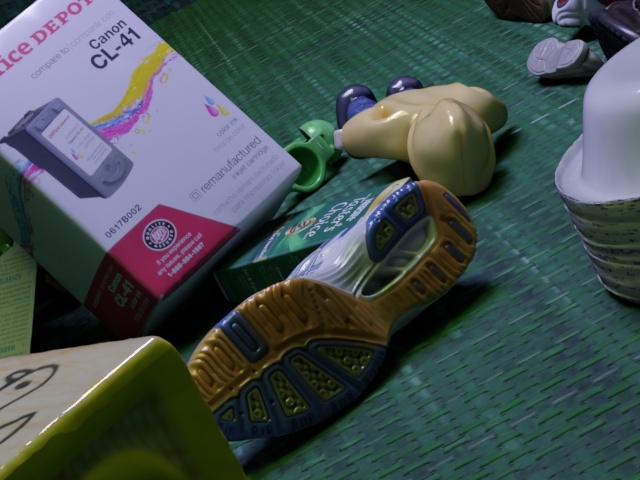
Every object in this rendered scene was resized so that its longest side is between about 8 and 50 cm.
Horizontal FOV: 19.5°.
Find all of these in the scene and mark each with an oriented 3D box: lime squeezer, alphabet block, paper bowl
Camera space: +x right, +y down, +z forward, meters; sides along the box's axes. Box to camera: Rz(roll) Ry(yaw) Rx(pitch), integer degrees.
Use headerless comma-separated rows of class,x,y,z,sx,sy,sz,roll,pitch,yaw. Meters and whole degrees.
lime squeezer,-0.034,-0.082,2.056,0.110,0.059,0.310,-21,18,23
alphabet block,-0.169,0.192,1.162,0.197,0.193,0.192,-11,24,46
paper bowl,0.304,-0.085,1.339,0.284,0.148,0.284,-26,14,7

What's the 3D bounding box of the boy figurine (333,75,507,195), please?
boy figurine,0.109,-0.109,1.837,0.177,0.092,0.285,-11,15,-15

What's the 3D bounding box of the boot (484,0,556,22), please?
boot,0.289,-0.343,2.307,0.165,0.077,0.213,-31,23,-10

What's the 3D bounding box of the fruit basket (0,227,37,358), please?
fruit basket,-0.392,0.020,1.982,0.327,0.353,0.165,-15,-18,40

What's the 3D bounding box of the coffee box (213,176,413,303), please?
coffee box,0.000,0.000,1.765,0.184,0.040,0.113,-15,19,37

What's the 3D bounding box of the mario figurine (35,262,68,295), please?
mario figurine,-0.365,-0.017,2.151,0.170,0.198,0.320,-34,17,-34

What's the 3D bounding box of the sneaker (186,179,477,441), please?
sneaker,0.000,0.071,1.477,0.296,0.112,0.131,-35,0,-30

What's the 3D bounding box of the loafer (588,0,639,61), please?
loafer,0.316,-0.206,1.818,0.078,0.080,0.220,-27,15,6

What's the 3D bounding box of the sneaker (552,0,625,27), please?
sneaker,0.330,-0.342,2.114,0.107,0.118,0.279,3,33,17

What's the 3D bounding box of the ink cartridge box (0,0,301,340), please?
ink cartridge box,-0.208,-0.082,1.828,0.226,0.306,0.131,-45,-4,-30

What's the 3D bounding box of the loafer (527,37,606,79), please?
loafer,0.256,-0.185,1.949,0.045,0.039,0.125,-63,18,-3
